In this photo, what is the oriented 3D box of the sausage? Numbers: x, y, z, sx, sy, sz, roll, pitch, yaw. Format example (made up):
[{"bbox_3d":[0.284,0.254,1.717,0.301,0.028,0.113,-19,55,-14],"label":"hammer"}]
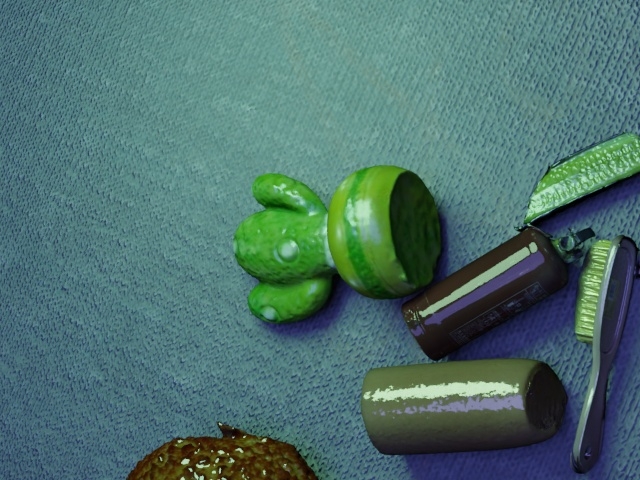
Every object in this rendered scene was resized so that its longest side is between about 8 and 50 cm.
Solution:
[{"bbox_3d":[0.190,0.218,1.317,0.252,0.123,0.123,-9,77,23],"label":"sausage"}]

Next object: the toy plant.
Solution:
[{"bbox_3d":[0.000,0.000,1.427,0.315,0.184,0.224,-11,93,33],"label":"toy plant"}]

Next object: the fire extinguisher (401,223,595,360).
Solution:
[{"bbox_3d":[0.244,0.056,1.329,0.269,0.105,0.105,-34,69,15],"label":"fire extinguisher"}]

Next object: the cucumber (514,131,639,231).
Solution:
[{"bbox_3d":[0.354,-0.084,1.341,0.220,0.046,0.071,-27,68,17],"label":"cucumber"}]

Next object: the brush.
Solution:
[{"bbox_3d":[0.354,0.145,1.296,0.067,0.072,0.313,8,87,49],"label":"brush"}]

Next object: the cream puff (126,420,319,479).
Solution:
[{"bbox_3d":[-0.153,0.426,1.382,0.350,0.228,0.351,-5,77,22],"label":"cream puff"}]
